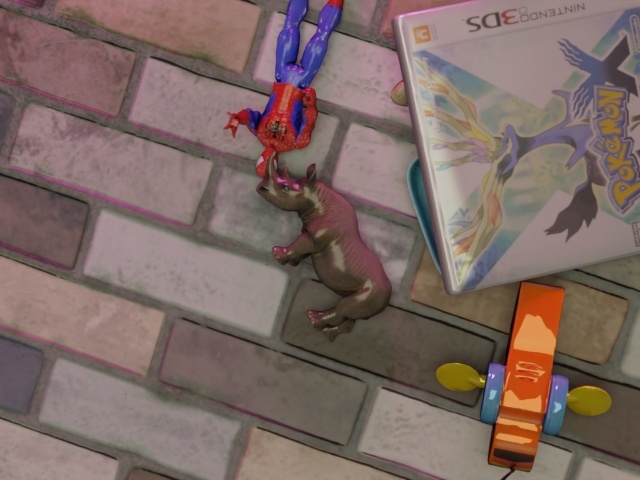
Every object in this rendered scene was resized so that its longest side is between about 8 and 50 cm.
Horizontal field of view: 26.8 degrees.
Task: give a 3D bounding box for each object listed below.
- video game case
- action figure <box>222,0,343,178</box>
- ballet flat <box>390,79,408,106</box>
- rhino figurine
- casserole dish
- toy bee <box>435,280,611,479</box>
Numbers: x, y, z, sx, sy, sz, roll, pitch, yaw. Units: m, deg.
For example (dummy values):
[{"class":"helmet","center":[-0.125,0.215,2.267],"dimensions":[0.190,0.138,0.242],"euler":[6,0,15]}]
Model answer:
[{"class":"video game case","center":[0.259,-0.126,1.558],"dimensions":[0.300,0.036,0.329],"euler":[-12,94,-7]},{"class":"action figure","center":[-0.035,-0.205,1.581],"dimensions":[0.091,0.139,0.280],"euler":[17,99,7]},{"class":"ballet flat","center":[0.169,-0.182,1.589],"dimensions":[0.173,0.057,0.049],"euler":[-9,67,5]},{"class":"rhino figurine","center":[0.000,0.000,1.609],"dimensions":[0.106,0.073,0.243],"euler":[-26,100,10]},{"class":"casserole dish","center":[0.175,-0.036,1.613],"dimensions":[0.114,0.037,0.188],"euler":[-19,92,8]},{"class":"toy bee","center":[0.222,0.204,1.585],"dimensions":[0.195,0.162,0.298],"euler":[31,73,12]}]
